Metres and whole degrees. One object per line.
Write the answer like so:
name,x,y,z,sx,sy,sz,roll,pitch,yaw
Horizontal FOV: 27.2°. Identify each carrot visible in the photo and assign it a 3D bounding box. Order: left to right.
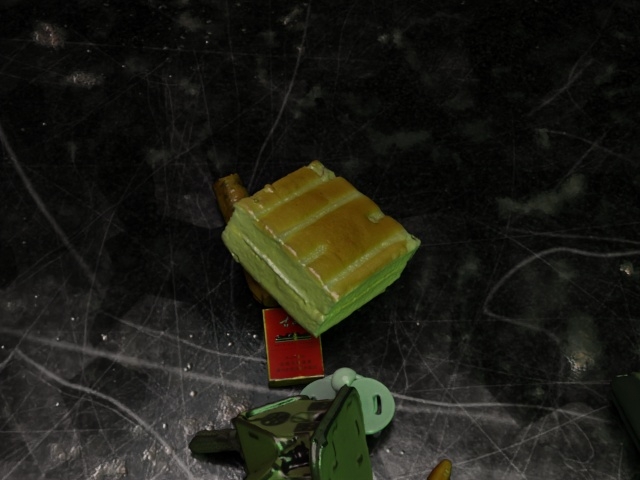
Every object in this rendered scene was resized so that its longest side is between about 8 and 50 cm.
carrot,-0.117,-0.004,2.188,0.070,0.070,0.260,-18,58,-11
carrot,0.138,0.422,1.931,0.043,0.043,0.248,22,58,14

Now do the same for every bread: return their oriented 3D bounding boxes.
bread,0.000,0.000,2.118,0.239,0.111,0.246,44,43,16

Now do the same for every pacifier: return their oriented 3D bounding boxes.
pacifier,0.038,0.232,2.010,0.150,0.116,0.126,2,43,5

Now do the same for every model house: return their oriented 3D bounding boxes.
model house,-0.084,0.339,1.908,0.279,0.204,0.218,-5,17,18

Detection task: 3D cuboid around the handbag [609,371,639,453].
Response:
handbag,0.612,0.264,1.973,0.342,0.152,0.288,-22,48,-17

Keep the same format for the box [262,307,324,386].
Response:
box,-0.044,0.167,2.106,0.090,0.023,0.133,-3,58,-4
